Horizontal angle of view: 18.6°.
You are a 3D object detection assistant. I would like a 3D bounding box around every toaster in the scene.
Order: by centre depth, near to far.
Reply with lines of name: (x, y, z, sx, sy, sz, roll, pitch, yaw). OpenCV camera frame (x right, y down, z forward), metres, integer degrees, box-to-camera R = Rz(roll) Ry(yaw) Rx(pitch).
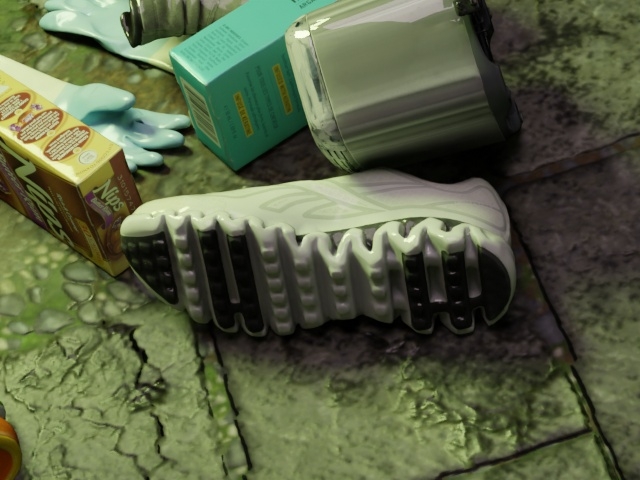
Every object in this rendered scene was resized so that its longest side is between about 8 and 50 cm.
toaster: (0.064, -0.124, 1.465, 0.146, 0.227, 0.129, -18, 83, 8)

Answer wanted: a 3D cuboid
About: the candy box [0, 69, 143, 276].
candy box: (-0.217, -0.060, 1.542, 0.186, 0.109, 0.053, 30, 61, 35)

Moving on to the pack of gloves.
pack of gloves: (-0.182, -0.153, 1.662, 0.232, 0.046, 0.195, 19, 56, 28)

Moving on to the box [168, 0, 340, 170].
box: (0.002, -0.165, 1.586, 0.244, 0.100, 0.060, -34, 48, -16)

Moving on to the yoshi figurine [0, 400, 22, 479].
yoshi figurine: (-0.370, 0.098, 1.387, 0.203, 0.203, 0.362, -38, 47, -11)

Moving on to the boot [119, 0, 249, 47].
boot: (-0.092, -0.261, 1.683, 0.161, 0.083, 0.247, 4, 48, -3)

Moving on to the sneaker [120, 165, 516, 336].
sneaker: (0.000, 0.000, 1.445, 0.292, 0.110, 0.118, 3, 41, 7)
